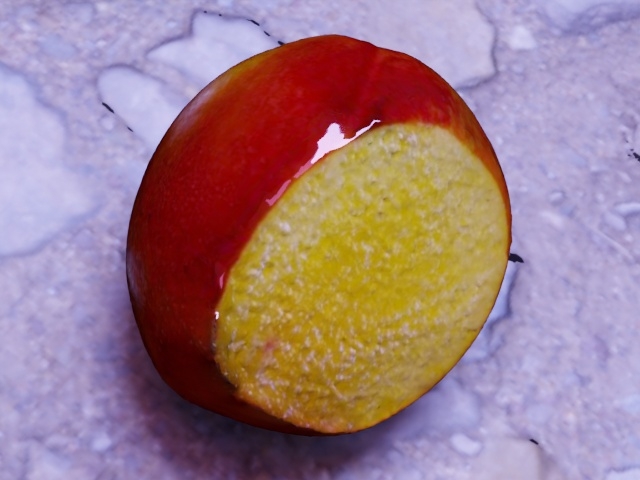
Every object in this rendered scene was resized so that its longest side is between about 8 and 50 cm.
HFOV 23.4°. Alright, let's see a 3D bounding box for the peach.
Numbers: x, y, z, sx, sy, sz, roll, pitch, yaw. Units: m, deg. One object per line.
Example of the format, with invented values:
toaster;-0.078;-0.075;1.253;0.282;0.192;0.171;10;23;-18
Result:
peach;0.000;0.000;0.757;0.190;0.190;0.192;9;40;-5
